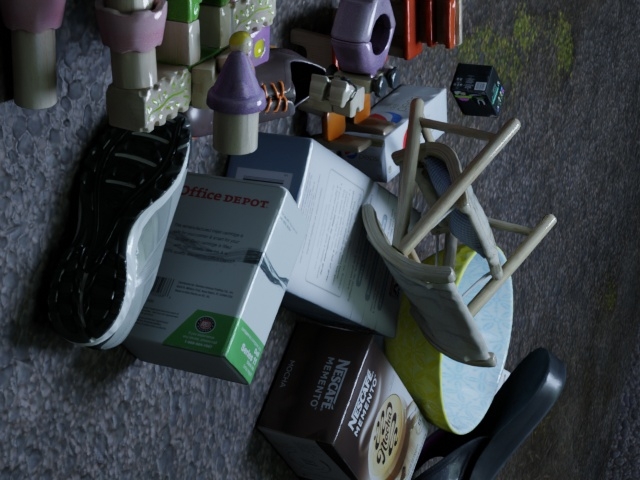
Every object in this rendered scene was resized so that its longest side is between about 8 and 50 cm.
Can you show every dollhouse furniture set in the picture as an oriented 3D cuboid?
[{"bbox_3d":[0.075,-0.270,2.004,0.259,0.135,0.262,-37,130,-55],"label":"dollhouse furniture set"}]

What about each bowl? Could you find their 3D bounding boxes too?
[{"bbox_3d":[0.169,0.137,2.301,0.289,0.156,0.289,-30,125,-57],"label":"bowl"}]

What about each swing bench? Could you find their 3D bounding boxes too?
[{"bbox_3d":[0.174,-0.005,2.013,0.255,0.165,0.253,-64,150,-22],"label":"swing bench"}]

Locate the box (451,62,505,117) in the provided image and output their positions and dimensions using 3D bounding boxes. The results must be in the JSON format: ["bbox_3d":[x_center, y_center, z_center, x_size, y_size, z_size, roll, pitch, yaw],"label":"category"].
[{"bbox_3d":[0.256,-0.242,2.459,0.083,0.062,0.052,51,52,-57],"label":"box"}]

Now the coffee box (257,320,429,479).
[{"bbox_3d":[0.039,0.260,2.119,0.168,0.119,0.297,-68,151,-23],"label":"coffee box"}]

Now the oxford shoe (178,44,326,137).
[{"bbox_3d":[-0.086,-0.176,1.752,0.271,0.098,0.097,-36,129,-55],"label":"oxford shoe"}]

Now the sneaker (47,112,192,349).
[{"bbox_3d":[-0.205,-0.013,1.590,0.108,0.100,0.271,63,45,-71],"label":"sneaker"}]

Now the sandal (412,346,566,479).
[{"bbox_3d":[0.213,0.341,2.405,0.446,0.107,0.167,-54,-167,5],"label":"sandal"}]

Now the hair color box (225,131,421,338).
[{"bbox_3d":[0.000,0.000,1.966,0.374,0.113,0.185,28,72,-62],"label":"hair color box"}]

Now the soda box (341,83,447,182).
[{"bbox_3d":[0.107,-0.156,2.174,0.216,0.074,0.069,-42,135,-52],"label":"soda box"}]

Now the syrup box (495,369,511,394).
[{"bbox_3d":[0.252,0.248,2.573,0.237,0.093,0.096,34,68,-61],"label":"syrup box"}]

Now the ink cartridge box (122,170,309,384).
[{"bbox_3d":[-0.121,0.039,1.692,0.208,0.153,0.087,-69,152,-21],"label":"ink cartridge box"}]

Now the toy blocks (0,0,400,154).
[{"bbox_3d":[-0.108,-0.261,1.442,0.288,0.309,0.260,-39,138,-54],"label":"toy blocks"}]
